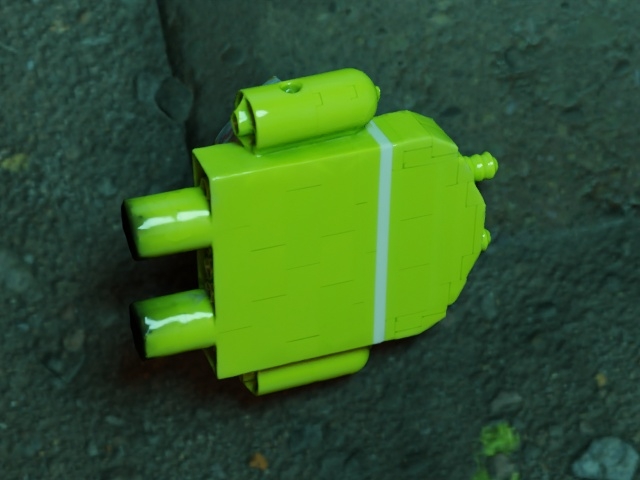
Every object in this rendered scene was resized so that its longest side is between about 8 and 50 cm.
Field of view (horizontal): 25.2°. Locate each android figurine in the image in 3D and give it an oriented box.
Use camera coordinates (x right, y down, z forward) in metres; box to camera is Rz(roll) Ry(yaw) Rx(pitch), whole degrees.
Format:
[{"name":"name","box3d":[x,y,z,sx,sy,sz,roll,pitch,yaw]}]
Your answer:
[{"name":"android figurine","box3d":[0.000,0.000,0.990,0.273,0.056,0.248,-14,126,-18]}]

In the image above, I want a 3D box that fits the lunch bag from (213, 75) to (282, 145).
[{"name":"lunch bag","box3d":[-0.043,-0.069,1.010,0.083,0.071,0.053,-44,102,6]}]
